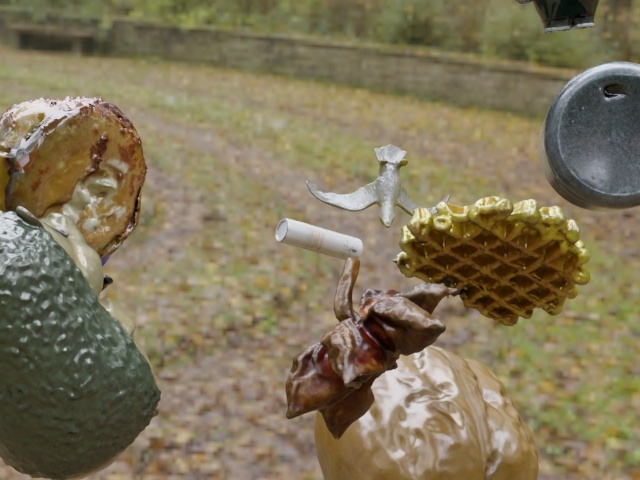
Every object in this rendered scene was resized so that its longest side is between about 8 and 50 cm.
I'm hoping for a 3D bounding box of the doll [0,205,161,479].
[{"bbox_3d":[-0.333,0.116,1.633,0.247,0.349,0.247,-21,29,12],"label":"doll"}]

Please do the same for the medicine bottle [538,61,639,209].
[{"bbox_3d":[0.297,-0.100,1.421,0.141,0.141,0.293,5,1,7],"label":"medicine bottle"}]

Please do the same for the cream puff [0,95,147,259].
[{"bbox_3d":[-0.343,-0.079,1.768,0.164,0.240,0.240,26,23,37],"label":"cream puff"}]

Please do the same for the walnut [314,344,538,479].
[{"bbox_3d":[0.166,0.347,2.232,0.354,0.308,0.398,19,35,-32],"label":"walnut"}]

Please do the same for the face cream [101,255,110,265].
[{"bbox_3d":[-0.408,-0.025,2.131,0.111,0.206,0.206,41,-12,-34],"label":"face cream"}]

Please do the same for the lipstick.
[{"bbox_3d":[0.000,0.000,2.126,0.141,0.040,0.040,15,5,-28],"label":"lipstick"}]

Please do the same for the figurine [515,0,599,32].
[{"bbox_3d":[0.256,-0.321,1.475,0.147,0.192,0.126,-8,9,3],"label":"figurine"}]

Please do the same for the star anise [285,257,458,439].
[{"bbox_3d":[0.043,0.105,1.350,0.111,0.196,0.212,32,3,-5],"label":"star anise"}]

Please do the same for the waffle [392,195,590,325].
[{"bbox_3d":[0.246,0.027,1.969,0.283,0.309,0.065,-1,53,5],"label":"waffle"}]

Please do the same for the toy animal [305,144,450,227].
[{"bbox_3d":[0.091,-0.076,1.965,0.219,0.095,0.155,7,17,-4],"label":"toy animal"}]
